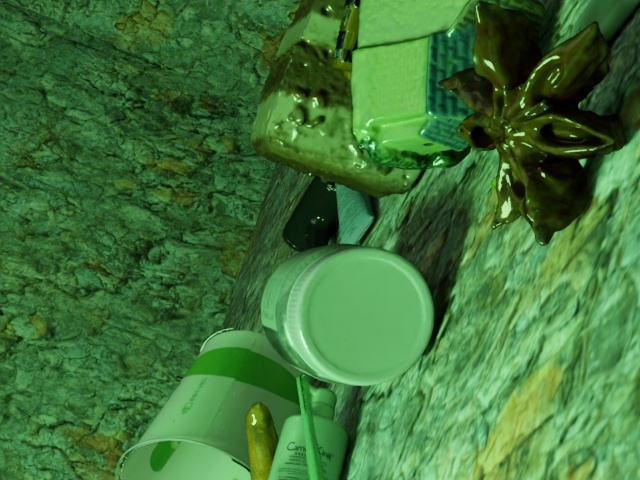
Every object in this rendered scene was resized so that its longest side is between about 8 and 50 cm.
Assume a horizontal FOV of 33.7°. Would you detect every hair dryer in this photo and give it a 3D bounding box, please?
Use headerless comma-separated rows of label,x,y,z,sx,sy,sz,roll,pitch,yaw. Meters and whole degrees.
hair dryer,0.000,0.000,1.975,0.251,0.089,0.197,-89,23,-43

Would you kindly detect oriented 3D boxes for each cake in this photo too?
cake,0.057,-0.225,1.561,0.282,0.256,0.290,-164,92,-80

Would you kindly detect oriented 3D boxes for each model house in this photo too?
model house,0.163,-0.191,1.185,0.189,0.195,0.214,-11,69,51

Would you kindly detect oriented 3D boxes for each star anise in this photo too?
star anise,0.181,-0.105,0.885,0.212,0.111,0.196,-118,14,-53

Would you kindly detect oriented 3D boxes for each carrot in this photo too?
carrot,-0.067,0.291,1.321,0.061,0.061,0.209,-88,-7,-67

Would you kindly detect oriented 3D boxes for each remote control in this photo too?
remote control,0.285,-0.252,0.907,0.261,0.029,0.067,122,167,-50

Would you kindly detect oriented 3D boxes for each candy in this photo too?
candy,-0.009,0.252,1.166,0.335,0.092,0.093,-101,12,-61

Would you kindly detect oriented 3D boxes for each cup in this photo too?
cup,-0.132,0.285,1.532,0.253,0.253,0.274,-61,3,41

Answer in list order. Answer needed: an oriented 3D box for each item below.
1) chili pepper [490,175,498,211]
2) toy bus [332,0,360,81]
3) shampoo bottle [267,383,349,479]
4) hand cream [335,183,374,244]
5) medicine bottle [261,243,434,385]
chili pepper,0.185,-0.049,1.070,0.083,0.017,0.030,-84,17,-72
toy bus,0.114,-0.239,1.377,0.098,0.201,0.114,-125,55,-80
shampoo bottle,-0.022,0.295,1.256,0.085,0.085,0.262,124,166,-54
hand cream,0.057,-0.056,1.796,0.091,0.058,0.271,-52,17,21
medicine bottle,0.025,0.085,1.237,0.273,0.165,0.165,171,121,-79
